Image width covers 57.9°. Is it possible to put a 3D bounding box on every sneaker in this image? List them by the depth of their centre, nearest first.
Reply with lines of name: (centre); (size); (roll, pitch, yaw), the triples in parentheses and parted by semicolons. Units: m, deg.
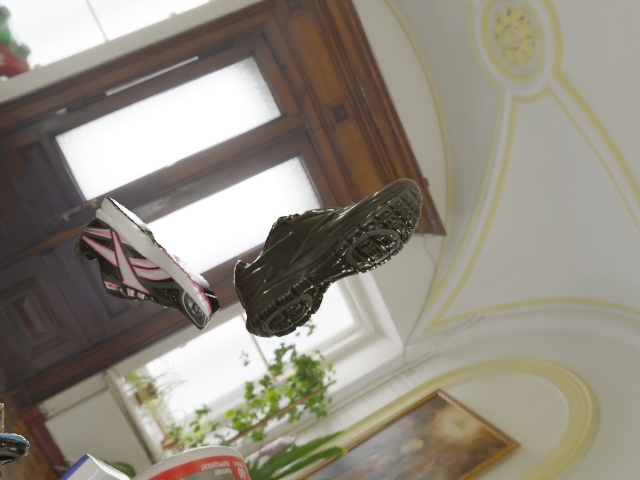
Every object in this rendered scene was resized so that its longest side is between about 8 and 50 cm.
sneaker: (-0.184, 0.038, 0.609); (0.178, 0.077, 0.072); (40, -5, 17)
sneaker: (-0.461, 0.304, 0.730); (0.078, 0.188, 0.067); (56, -18, 37)
sneaker: (0.000, 0.000, 0.756); (0.130, 0.286, 0.109); (57, 3, 36)

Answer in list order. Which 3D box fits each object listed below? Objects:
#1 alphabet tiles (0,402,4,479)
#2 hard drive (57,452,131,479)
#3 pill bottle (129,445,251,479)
alphabet tiles: (-0.613, 0.387, 1.013); (0.198, 0.009, 0.237); (58, 30, -87)
hard drive: (-0.402, 0.441, 0.780); (0.040, 0.319, 0.210); (37, -25, 18)
pill bottle: (-0.120, 0.397, 0.647); (0.161, 0.161, 0.283); (81, -16, -54)
